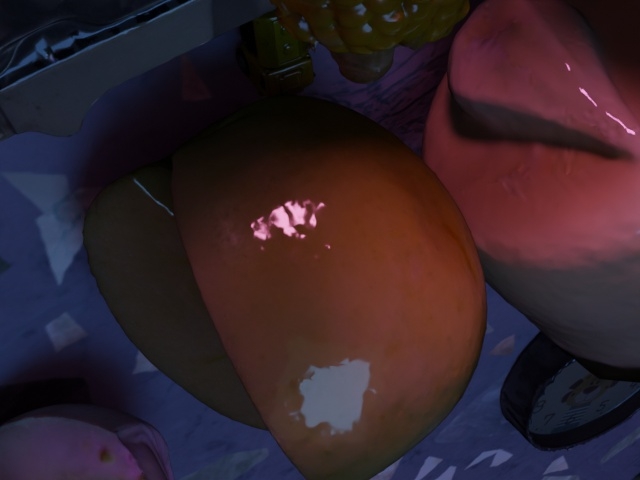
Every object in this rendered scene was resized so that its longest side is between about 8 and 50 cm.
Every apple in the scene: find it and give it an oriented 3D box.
[{"bbox_3d":[-0.013,0.023,0.693,0.233,0.295,0.257,-35,105,-22],"label":"apple"}]

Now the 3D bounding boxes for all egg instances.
[{"bbox_3d":[-0.221,0.253,0.871,0.162,0.207,0.270,-21,130,-67],"label":"egg"}]

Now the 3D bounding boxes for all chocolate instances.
[{"bbox_3d":[0.250,-0.066,0.754,0.297,0.326,0.313,36,63,-52],"label":"chocolate"}]

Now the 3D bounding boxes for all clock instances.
[{"bbox_3d":[0.401,0.180,1.317,0.313,0.061,0.312,-19,139,-18],"label":"clock"}]

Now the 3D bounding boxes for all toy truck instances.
[{"bbox_3d":[-0.033,-0.146,0.684,0.049,0.054,0.083,-23,140,-15],"label":"toy truck"}]

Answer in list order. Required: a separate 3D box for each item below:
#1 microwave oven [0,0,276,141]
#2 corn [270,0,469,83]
[{"bbox_3d":[-0.109,-0.229,0.419,0.355,0.218,0.286,-27,141,-9],"label":"microwave oven"},{"bbox_3d":[0.014,-0.169,0.324,0.097,0.097,0.261,-21,136,-17],"label":"corn"}]
